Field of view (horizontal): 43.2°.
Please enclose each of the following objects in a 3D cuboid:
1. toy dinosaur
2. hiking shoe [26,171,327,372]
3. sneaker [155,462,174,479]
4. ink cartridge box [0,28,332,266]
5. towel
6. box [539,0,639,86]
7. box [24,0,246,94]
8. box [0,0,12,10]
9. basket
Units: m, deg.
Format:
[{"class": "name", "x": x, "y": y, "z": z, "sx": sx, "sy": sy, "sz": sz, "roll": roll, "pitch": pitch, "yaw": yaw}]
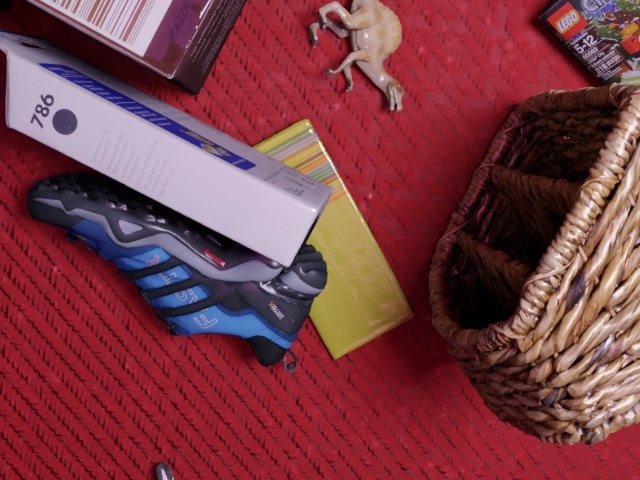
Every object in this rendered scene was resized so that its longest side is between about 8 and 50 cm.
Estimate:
[{"class": "toy dinosaur", "x": 0.038, "y": -0.217, "z": 0.804, "sx": 0.092, "sy": 0.053, "sz": 0.183, "roll": -13, "pitch": 106, "yaw": -17}, {"class": "hiking shoe", "x": -0.150, "y": 0.030, "z": 0.787, "sx": 0.303, "sy": 0.113, "sz": 0.132, "roll": 21, "pitch": 105, "yaw": 1}, {"class": "sneaker", "x": -0.172, "y": 0.277, "z": 0.856, "sx": 0.035, "sy": 0.031, "sz": 0.083, "roll": -4, "pitch": 97, "yaw": -2}, {"class": "ink cartridge box", "x": -0.151, "y": -0.089, "z": 0.734, "sx": 0.332, "sy": 0.165, "sz": 0.065, "roll": 29, "pitch": 102, "yaw": 1}, {"class": "towel", "x": 0.000, "y": 0.000, "z": 0.838, "sx": 0.102, "sy": 0.021, "sz": 0.237, "roll": -28, "pitch": 99, "yaw": 6}, {"class": "box", "x": 0.338, "y": -0.222, "z": 0.732, "sx": 0.159, "sy": 0.233, "sz": 0.044, "roll": 42, "pitch": 55, "yaw": -7}, {"class": "box", "x": -0.152, "y": -0.244, "z": 0.704, "sx": 0.168, "sy": 0.203, "sz": 0.167, "roll": 28, "pitch": 95, "yaw": -6}, {"class": "box", "x": -0.346, "y": -0.297, "z": 0.652, "sx": 0.143, "sy": 0.270, "sz": 0.165, "roll": 11, "pitch": 96, "yaw": -7}, {"class": "basket", "x": 0.186, "y": 0.011, "z": 0.708, "sx": 0.213, "sy": 0.299, "sz": 0.223, "roll": -30, "pitch": 100, "yaw": 2}]
